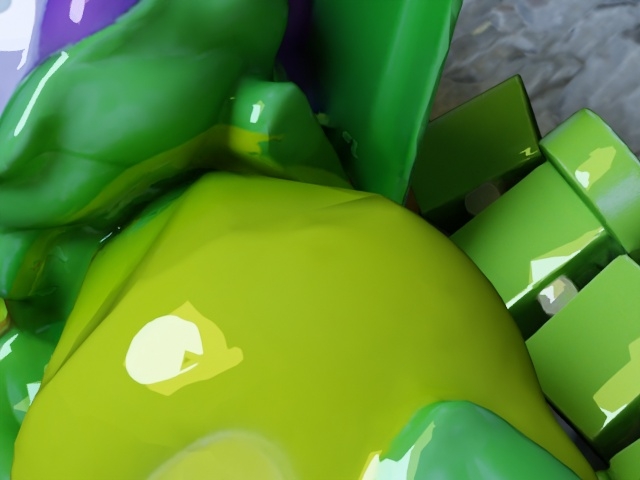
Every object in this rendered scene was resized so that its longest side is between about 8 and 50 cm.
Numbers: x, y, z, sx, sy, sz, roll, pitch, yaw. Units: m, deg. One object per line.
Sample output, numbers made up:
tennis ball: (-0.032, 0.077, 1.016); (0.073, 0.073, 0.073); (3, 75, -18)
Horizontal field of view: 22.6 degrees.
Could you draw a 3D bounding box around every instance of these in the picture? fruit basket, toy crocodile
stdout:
fruit basket: (-0.074, 0.038, 0.554); (0.392, 0.283, 0.392); (-173, 90, -70)
toy crocodile: (0.122, 0.057, 0.605); (0.115, 0.105, 0.340); (-39, 51, 5)

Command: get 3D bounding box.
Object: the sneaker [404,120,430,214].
sneaker: (0.000, 0.000, 0.717); (0.088, 0.093, 0.225); (-18, 53, 20)
